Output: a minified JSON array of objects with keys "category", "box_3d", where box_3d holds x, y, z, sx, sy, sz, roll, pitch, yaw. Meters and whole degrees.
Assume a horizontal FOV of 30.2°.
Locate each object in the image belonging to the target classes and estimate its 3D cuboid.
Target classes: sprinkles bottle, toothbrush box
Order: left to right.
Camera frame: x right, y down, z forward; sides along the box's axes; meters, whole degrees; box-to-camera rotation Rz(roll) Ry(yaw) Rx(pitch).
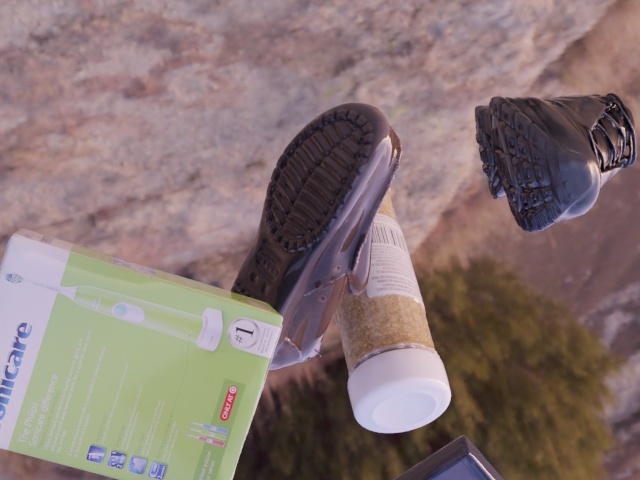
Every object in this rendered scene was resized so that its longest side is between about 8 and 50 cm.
[{"category":"toothbrush box","box_3d":[-0.207,0.127,1.221,0.283,0.206,0.122,17,-179,-12]},{"category":"sprinkles bottle","box_3d":[0.069,0.069,1.531,0.121,0.355,0.121,-8,141,-6]}]

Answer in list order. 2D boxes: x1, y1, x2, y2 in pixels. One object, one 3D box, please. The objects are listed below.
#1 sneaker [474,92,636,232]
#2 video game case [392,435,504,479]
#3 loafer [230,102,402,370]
[{"category":"sneaker","box_3d":[0.203,-0.082,0.981,0.130,0.109,0.286,-11,-168,4]},{"category":"video game case","box_3d":[0.038,0.269,0.784,0.274,0.196,0.026,-36,-158,11]},{"category":"loafer","box_3d":[0.000,0.000,1.410,0.130,0.134,0.366,6,124,-40]}]
